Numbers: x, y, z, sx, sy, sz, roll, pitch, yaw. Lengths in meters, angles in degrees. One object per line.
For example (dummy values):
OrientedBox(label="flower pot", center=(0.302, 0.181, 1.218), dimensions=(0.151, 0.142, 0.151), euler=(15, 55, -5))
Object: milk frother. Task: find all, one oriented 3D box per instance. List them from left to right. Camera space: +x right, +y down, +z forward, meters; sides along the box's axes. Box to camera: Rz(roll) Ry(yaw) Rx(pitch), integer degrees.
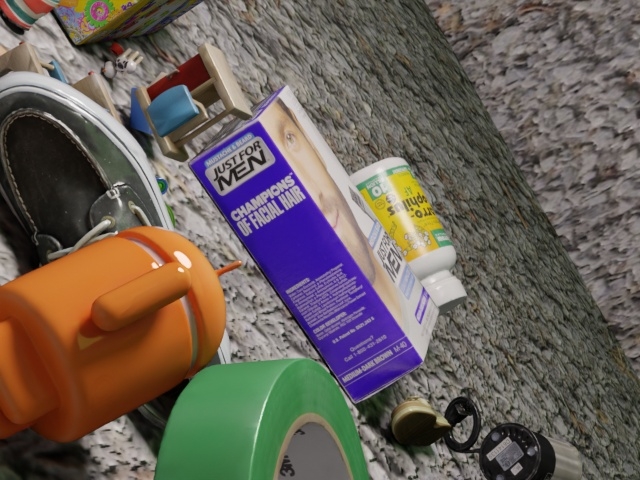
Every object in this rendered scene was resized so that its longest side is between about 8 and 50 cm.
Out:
OrientedBox(label="milk frother", center=(0.240, 0.264, 2.196), dimensions=(0.134, 0.129, 0.143), euler=(26, 42, -56))

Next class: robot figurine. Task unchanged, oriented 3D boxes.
OrientedBox(label="robot figurine", center=(-0.162, 0.067, 1.281), dimensions=(0.219, 0.158, 0.128), euler=(-27, 47, -35))

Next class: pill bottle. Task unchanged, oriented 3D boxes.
OrientedBox(label="pill bottle", center=(0.108, 0.004, 2.297), dimensions=(0.208, 0.117, 0.117), euler=(62, 17, 12))

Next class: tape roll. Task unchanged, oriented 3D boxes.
OrientedBox(label="tape roll", center=(-0.033, 0.249, 1.288), dimensions=(0.321, 0.077, 0.321), euler=(-7, 90, -72))

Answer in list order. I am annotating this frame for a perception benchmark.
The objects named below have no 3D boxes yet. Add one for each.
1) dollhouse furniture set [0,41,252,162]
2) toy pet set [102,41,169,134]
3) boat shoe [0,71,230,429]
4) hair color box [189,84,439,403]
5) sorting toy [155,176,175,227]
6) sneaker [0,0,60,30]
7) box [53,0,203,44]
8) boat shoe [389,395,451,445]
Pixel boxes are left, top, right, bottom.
OrientedBox(label="dollhouse furniture set", center=(-0.187, -0.130, 1.550), dimensions=(0.129, 0.183, 0.129), euler=(64, 17, 19))
OrientedBox(label="toy pet set", center=(-0.184, -0.141, 1.848), dimensions=(0.114, 0.065, 0.122), euler=(22, -24, 52))
OrientedBox(label="boat shoe", center=(-0.175, 0.010, 1.443), dimensions=(0.335, 0.121, 0.119), euler=(56, 12, -16))
OrientedBox(label="hair color box", center=(0.000, 0.000, 2.011), dimensions=(0.339, 0.110, 0.185), euler=(54, 18, -9))
OrientedBox(label="sorting toy", center=(-0.180, -0.041, 1.669), dimensions=(0.102, 0.061, 0.042), euler=(60, -20, -19))
OrientedBox(label="sneaker", center=(-0.301, -0.290, 1.702), dimensions=(0.161, 0.075, 0.057), euler=(63, 17, 13))
OrientedBox(label="box", center=(-0.233, -0.388, 1.906), dimensions=(0.290, 0.177, 0.279), euler=(58, 15, -2))
OrientedBox(label="boat shoe", center=(0.112, 0.209, 2.057), dimensions=(0.048, 0.056, 0.153), euler=(55, 12, 22))
